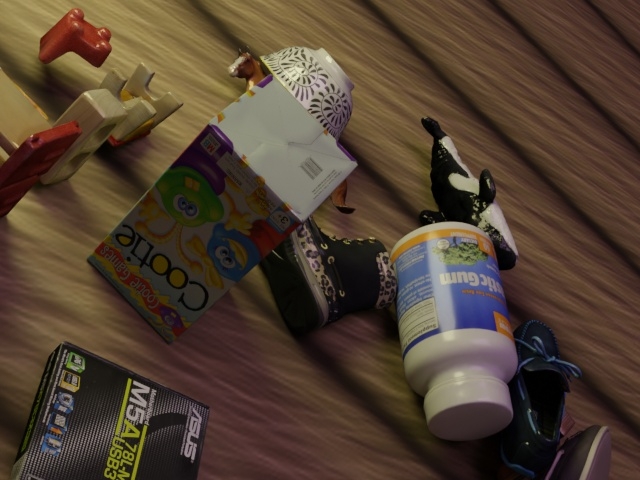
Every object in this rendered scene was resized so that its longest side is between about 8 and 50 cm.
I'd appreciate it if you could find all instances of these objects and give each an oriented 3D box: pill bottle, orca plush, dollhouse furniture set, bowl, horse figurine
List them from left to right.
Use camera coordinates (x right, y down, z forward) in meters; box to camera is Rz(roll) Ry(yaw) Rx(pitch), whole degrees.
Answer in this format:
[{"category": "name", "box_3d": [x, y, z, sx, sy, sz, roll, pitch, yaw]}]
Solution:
[{"category": "dollhouse furniture set", "box_3d": [-0.343, -0.159, 1.264, 0.201, 0.152, 0.374, 48, 22, 1]}, {"category": "horse figurine", "box_3d": [-0.055, -0.133, 1.542, 0.263, 0.066, 0.174, 39, 45, -8]}, {"category": "bowl", "box_3d": [-0.004, -0.226, 1.590, 0.170, 0.080, 0.170, 49, 4, -4]}, {"category": "orca plush", "box_3d": [0.200, -0.065, 1.698, 0.102, 0.151, 0.287, -14, 68, -14]}, {"category": "pill bottle", "box_3d": [0.182, 0.123, 1.483, 0.152, 0.152, 0.272, 20, 46, -31]}]

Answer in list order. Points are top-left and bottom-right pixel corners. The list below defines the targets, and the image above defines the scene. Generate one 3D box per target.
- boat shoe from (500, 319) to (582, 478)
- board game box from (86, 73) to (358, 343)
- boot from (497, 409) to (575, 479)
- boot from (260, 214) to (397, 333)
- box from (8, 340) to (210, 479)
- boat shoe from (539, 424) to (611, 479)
[{"category": "boat shoe", "box_3d": [0.304, 0.201, 1.479, 0.109, 0.089, 0.258, 20, 42, -12]}, {"category": "board game box", "box_3d": [-0.114, -0.031, 1.233, 0.142, 0.275, 0.144, 46, 39, -3]}, {"category": "boot", "box_3d": [0.256, 0.246, 1.526, 0.152, 0.073, 0.197, 47, 38, 8]}, {"category": "boot", "box_3d": [-0.001, 0.002, 1.465, 0.178, 0.085, 0.236, -7, 72, -47]}, {"category": "box", "box_3d": [-0.212, 0.220, 1.121, 0.184, 0.045, 0.191, 28, 44, -20]}, {"category": "boat shoe", "box_3d": [0.314, 0.343, 1.468, 0.335, 0.095, 0.112, -42, 131, -55]}]
